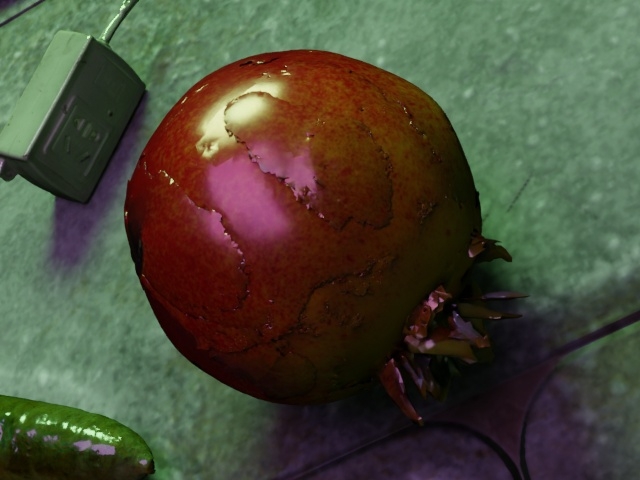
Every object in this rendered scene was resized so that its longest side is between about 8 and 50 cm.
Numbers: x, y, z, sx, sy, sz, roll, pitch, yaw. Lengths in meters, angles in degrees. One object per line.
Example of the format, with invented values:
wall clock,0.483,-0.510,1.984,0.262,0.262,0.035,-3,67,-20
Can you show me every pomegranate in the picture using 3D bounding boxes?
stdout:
pomegranate,0.000,0.000,0.794,0.235,0.210,0.210,39,87,13

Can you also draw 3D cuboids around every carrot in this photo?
carrot,-0.259,0.130,0.956,0.358,0.074,0.074,6,68,29

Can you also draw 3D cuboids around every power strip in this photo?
power strip,-0.175,-0.111,1.029,0.042,0.075,0.175,15,74,37
